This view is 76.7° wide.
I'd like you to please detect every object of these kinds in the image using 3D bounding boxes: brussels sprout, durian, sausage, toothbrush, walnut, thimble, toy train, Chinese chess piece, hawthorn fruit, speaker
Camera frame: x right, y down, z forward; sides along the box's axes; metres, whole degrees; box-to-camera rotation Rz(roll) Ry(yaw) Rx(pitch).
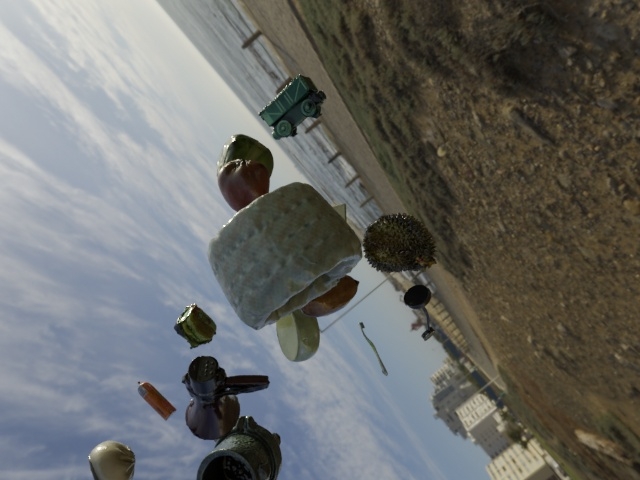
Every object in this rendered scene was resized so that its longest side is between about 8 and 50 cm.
[{"bbox_3d":[-0.404,-0.388,2.117,0.275,0.314,0.372,35,-150,-35],"label":"brussels sprout"},{"bbox_3d":[0.318,0.015,1.624,0.292,0.259,0.258,1,153,32],"label":"durian"},{"bbox_3d":[-0.807,0.769,1.968,0.234,0.071,0.071,40,-177,7],"label":"sausage"},{"bbox_3d":[0.235,0.487,1.824,0.263,0.026,0.022,64,151,25],"label":"toothbrush"},{"bbox_3d":[0.028,0.155,1.165,0.116,0.207,0.116,44,146,41],"label":"walnut"},{"bbox_3d":[-0.068,0.031,0.839,0.195,0.291,0.291,55,-175,12],"label":"thimble"},{"bbox_3d":[-0.105,-0.502,1.552,0.155,0.269,0.115,54,-152,-4],"label":"toy train"},{"bbox_3d":[-0.097,0.369,1.660,0.101,0.251,0.250,-6,-142,-29],"label":"Chinese chess piece"},{"bbox_3d":[-0.278,-0.182,1.521,0.199,0.199,0.252,-125,24,-54],"label":"hawthorn fruit"},{"bbox_3d":[-0.329,0.527,1.350,0.258,0.330,0.198,23,-134,7],"label":"speaker"}]

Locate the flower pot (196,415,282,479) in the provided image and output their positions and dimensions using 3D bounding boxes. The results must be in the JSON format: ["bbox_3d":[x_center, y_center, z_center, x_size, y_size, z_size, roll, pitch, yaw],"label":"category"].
[{"bbox_3d":[-0.290,0.830,1.526,0.299,0.299,0.283,50,-173,13],"label":"flower pot"}]

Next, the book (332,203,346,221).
[{"bbox_3d":[0.000,0.000,1.140,0.013,0.167,0.193,32,-127,-53],"label":"book"}]

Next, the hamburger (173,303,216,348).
[{"bbox_3d":[-0.639,0.457,2.096,0.214,0.125,0.235,47,-165,-18],"label":"hamburger"}]

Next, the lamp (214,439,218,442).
[{"bbox_3d":[-0.458,0.999,2.083,0.185,0.161,0.161,57,-179,-21],"label":"lamp"}]

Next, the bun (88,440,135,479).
[{"bbox_3d":[-0.676,0.739,1.335,0.173,0.119,0.173,43,148,36],"label":"bun"}]

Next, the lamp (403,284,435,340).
[{"bbox_3d":[0.431,0.304,1.721,0.108,0.130,0.371,45,175,36],"label":"lamp"}]
